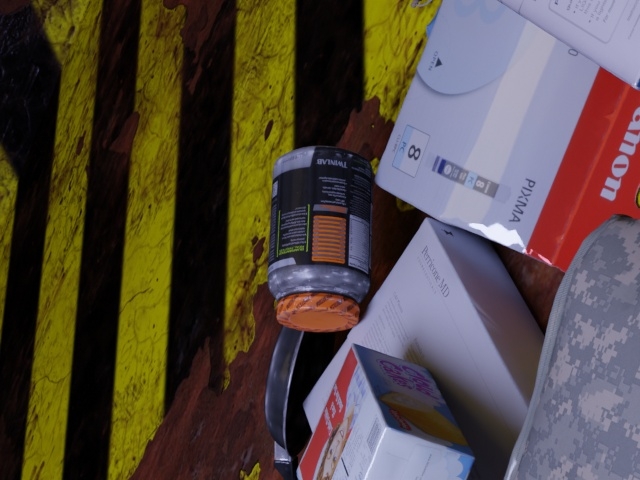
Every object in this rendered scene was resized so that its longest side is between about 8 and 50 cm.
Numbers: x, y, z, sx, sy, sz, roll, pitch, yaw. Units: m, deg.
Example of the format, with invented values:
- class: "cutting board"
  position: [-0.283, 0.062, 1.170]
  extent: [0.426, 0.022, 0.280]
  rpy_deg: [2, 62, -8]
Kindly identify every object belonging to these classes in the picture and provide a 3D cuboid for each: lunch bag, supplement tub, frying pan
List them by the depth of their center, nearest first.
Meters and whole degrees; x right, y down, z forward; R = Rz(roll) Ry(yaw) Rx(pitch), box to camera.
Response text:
- class: "lunch bag"
  position: [0.298, 0.129, 1.286]
  extent: [0.235, 0.169, 0.287]
  rpy_deg: [24, 100, 62]
- class: "supplement tub"
  position: [0.000, 0.000, 1.747]
  extent: [0.117, 0.117, 0.190]
  rpy_deg: [-26, 56, 53]
- class: "frying pan"
  position: [-0.025, 0.211, 1.875]
  extent: [0.197, 0.053, 0.326]
  rpy_deg: [-59, -23, -55]

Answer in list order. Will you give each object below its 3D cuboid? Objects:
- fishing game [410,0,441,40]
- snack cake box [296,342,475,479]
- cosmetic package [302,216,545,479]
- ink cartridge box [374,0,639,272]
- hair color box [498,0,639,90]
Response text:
- class: "fishing game"
  position: [0.175, -0.254, 1.836]
  extent: [0.189, 0.041, 0.264]
  rpy_deg: [-47, 41, 37]
- class: "snack cake box"
  position: [0.054, 0.212, 1.468]
  extent: [0.264, 0.089, 0.152]
  rpy_deg: [-113, 44, -76]
- class: "cosmetic package"
  position: [0.129, 0.200, 1.612]
  extent: [0.284, 0.097, 0.377]
  rpy_deg: [-60, 31, 27]
- class: "ink cartridge box"
  position: [0.232, -0.139, 1.608]
  extent: [0.385, 0.091, 0.308]
  rpy_deg: [34, 104, 56]
- class: "hair color box"
  position: [0.266, -0.264, 1.429]
  extent: [0.347, 0.105, 0.174]
  rpy_deg: [48, 119, 54]
